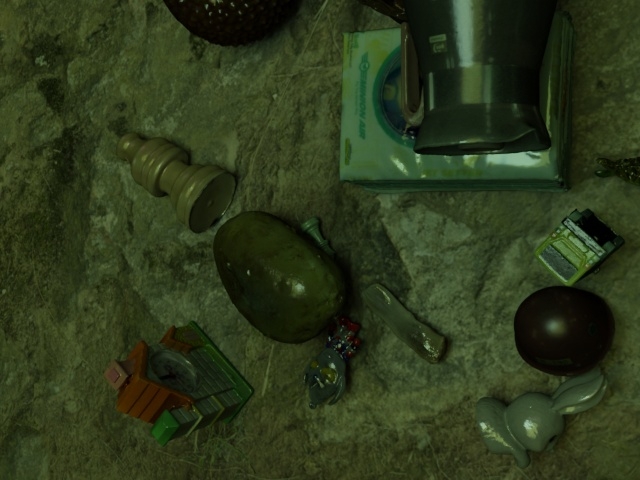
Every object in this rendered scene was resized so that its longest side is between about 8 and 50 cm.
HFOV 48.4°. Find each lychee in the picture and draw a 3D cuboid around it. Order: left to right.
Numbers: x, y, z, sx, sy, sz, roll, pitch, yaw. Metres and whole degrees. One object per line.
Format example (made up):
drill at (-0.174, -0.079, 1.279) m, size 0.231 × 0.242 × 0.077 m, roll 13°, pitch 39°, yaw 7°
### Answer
lychee at (-0.177, -0.516, 1.394) m, size 0.268 × 0.267 × 0.267 m, roll 0°, pitch 90°, yaw 27°

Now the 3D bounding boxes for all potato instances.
potato at (-0.086, 0.068, 1.392) m, size 0.307 × 0.173 × 0.210 m, roll 45°, pitch 130°, yaw 22°

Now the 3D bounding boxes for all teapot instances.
teapot at (0.216, -0.300, 1.044) m, size 0.300 × 0.253 × 0.343 m, roll 3°, pitch 93°, yaw 62°

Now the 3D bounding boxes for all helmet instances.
helmet at (0.377, 0.134, 1.171) m, size 0.175 × 0.106 × 0.155 m, roll 1°, pitch 68°, yaw 48°

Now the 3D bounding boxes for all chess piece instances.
chess piece at (-0.337, -0.156, 1.566) m, size 0.307 × 0.124 × 0.138 m, roll 35°, pitch 136°, yaw 26°
chess piece at (0.000, 0.000, 1.428) m, size 0.042 × 0.042 × 0.093 m, roll -38°, pitch 80°, yaw 22°

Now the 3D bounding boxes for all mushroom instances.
mushroom at (0.157, 0.154, 1.344) m, size 0.202 × 0.054 × 0.059 m, roll 40°, pitch 102°, yaw 27°

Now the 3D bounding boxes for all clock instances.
clock at (-0.298, 0.289, 1.456) m, size 0.220 × 0.255 × 0.106 m, roll 44°, pitch 108°, yaw 19°

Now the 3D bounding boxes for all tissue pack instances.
tissue pack at (0.232, -0.228, 1.239) m, size 0.388 × 0.162 × 0.287 m, roll 2°, pitch 90°, yaw 28°

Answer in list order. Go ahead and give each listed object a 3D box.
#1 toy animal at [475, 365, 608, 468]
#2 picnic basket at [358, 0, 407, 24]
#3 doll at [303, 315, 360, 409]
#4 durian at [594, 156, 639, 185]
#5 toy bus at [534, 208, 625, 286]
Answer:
toy animal at (0.387, 0.296, 1.191) m, size 0.221 × 0.104 × 0.130 m, roll -24°, pitch 78°, yaw 26°
picnic basket at (0.122, -0.524, 1.208) m, size 0.291 × 0.321 × 0.254 m, roll 44°, pitch 105°, yaw 16°
doll at (0.021, 0.245, 1.403) m, size 0.104 × 0.062 × 0.194 m, roll 25°, pitch 95°, yaw 24°
durian at (0.609, -0.108, 1.067) m, size 0.375 × 0.132 × 0.106 m, roll -4°, pitch 76°, yaw 32°
toy bus at (0.416, 0.010, 1.140) m, size 0.088 × 0.175 × 0.101 m, roll 47°, pitch 116°, yaw 19°
